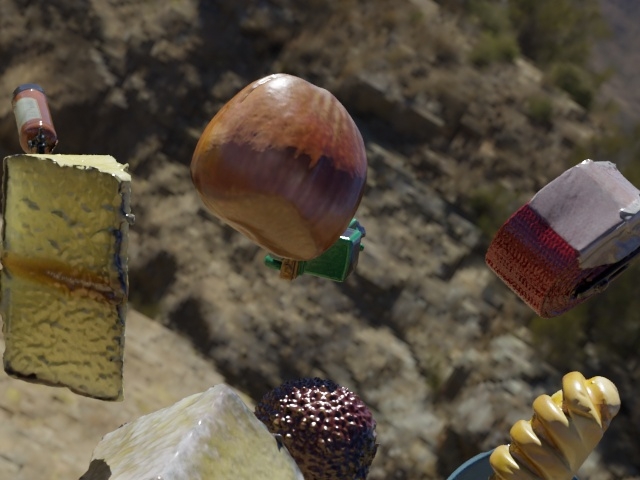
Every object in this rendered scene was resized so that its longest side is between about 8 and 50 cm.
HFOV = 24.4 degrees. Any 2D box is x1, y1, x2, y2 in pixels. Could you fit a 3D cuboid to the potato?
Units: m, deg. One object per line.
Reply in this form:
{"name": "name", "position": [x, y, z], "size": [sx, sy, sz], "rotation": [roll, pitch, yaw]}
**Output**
{"name": "potato", "position": [-0.157, 0.306, 1.626], "size": [0.189, 0.211, 0.264], "rotation": [60, 22, -11]}

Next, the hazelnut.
{"name": "hazelnut", "position": [-0.029, -0.064, 1.271], "size": [0.150, 0.150, 0.150], "rotation": [28, 15, -9]}

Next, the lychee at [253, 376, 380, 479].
{"name": "lychee", "position": [-0.012, 0.270, 2.002], "size": [0.188, 0.188, 0.188], "rotation": [28, 15, -9]}

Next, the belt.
{"name": "belt", "position": [0.307, 0.003, 1.739], "size": [0.124, 0.201, 0.128], "rotation": [47, -15, 28]}

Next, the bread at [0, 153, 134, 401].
{"name": "bread", "position": [-0.267, 0.036, 1.622], "size": [0.178, 0.266, 0.142], "rotation": [8, 12, 14]}

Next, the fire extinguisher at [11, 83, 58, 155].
{"name": "fire extinguisher", "position": [-0.367, -0.144, 1.901], "size": [0.050, 0.062, 0.177], "rotation": [1, 29, -17]}

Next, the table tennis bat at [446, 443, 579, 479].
{"name": "table tennis bat", "position": [0.276, 0.360, 2.007], "size": [0.215, 0.329, 0.044], "rotation": [32, 4, -4]}

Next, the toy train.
{"name": "toy train", "position": [0.000, 0.000, 2.108], "size": [0.136, 0.091, 0.228], "rotation": [15, 16, 14]}

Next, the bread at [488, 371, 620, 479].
{"name": "bread", "position": [0.252, 0.216, 1.605], "size": [0.084, 0.177, 0.119], "rotation": [39, 6, 8]}
